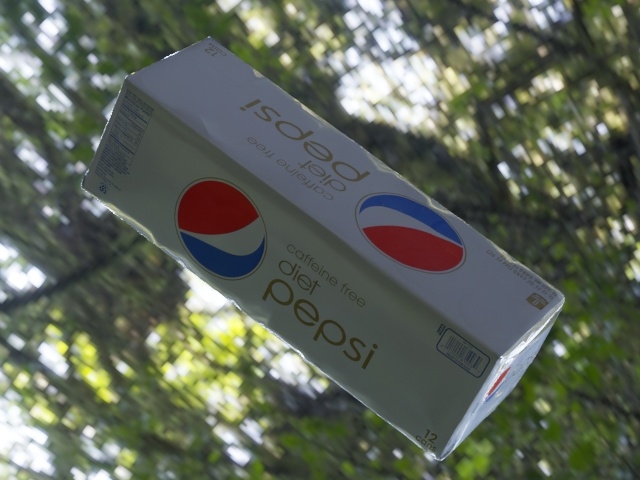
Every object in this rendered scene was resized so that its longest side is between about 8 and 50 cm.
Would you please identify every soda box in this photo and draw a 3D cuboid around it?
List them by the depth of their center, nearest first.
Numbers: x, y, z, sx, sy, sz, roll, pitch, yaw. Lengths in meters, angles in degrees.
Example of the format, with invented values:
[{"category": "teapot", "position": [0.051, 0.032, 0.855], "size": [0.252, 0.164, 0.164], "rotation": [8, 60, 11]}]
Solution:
[{"category": "soda box", "position": [0.000, 0.000, 0.896], "size": [0.216, 0.074, 0.069], "rotation": [37, -54, 13]}]
